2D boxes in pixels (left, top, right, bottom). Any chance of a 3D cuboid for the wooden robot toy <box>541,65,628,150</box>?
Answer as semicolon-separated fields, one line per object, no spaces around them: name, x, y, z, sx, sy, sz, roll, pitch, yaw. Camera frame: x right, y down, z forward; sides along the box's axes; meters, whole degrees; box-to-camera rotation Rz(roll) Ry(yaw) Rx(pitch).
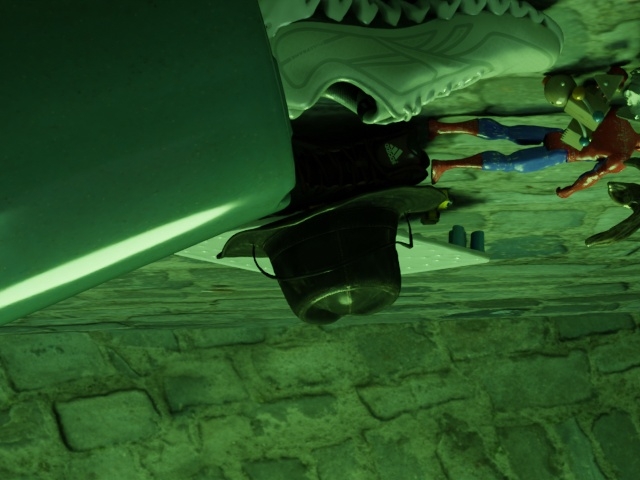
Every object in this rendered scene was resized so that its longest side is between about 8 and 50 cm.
wooden robot toy;0.281;-0.161;1.289;0.079;0.076;0.173;31;172;8

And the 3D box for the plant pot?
plant pot;-0.210;-0.092;0.765;0.334;0.341;0.341;-18;171;-9

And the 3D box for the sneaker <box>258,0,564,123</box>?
sneaker;0.083;-0.159;1.057;0.292;0.118;0.110;-1;167;-18

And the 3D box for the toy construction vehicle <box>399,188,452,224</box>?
toy construction vehicle;0.154;-0.054;1.809;0.085;0.035;0.098;-4;161;-4

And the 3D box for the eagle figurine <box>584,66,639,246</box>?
eagle figurine;0.425;-0.119;1.228;0.225;0.226;0.298;27;146;11

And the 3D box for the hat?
hat;0.027;0.033;1.490;0.331;0.134;0.331;-16;173;-2

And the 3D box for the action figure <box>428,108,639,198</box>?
action figure;0.274;-0.103;1.453;0.280;0.092;0.139;-3;162;3

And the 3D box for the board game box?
board game box;0.000;0.000;1.860;0.389;0.050;0.390;13;164;-43

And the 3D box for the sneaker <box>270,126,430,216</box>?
sneaker;0.029;-0.099;1.407;0.162;0.107;0.281;-17;173;38
